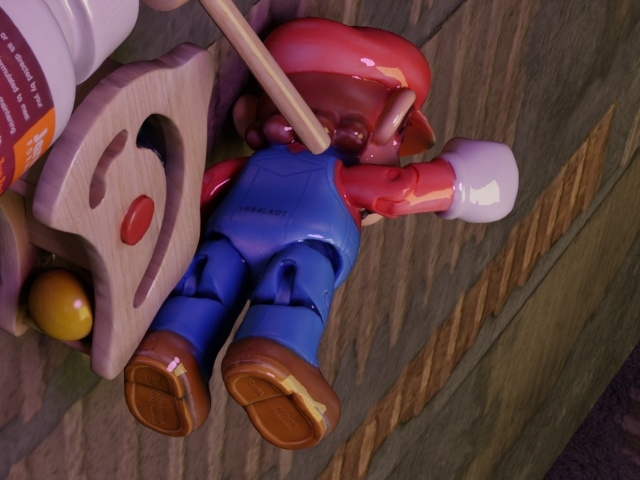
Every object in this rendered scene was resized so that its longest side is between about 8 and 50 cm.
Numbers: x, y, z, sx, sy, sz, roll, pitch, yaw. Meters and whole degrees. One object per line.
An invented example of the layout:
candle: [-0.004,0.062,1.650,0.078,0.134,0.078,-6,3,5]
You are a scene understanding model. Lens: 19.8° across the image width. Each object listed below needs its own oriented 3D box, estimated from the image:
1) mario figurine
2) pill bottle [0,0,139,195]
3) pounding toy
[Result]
mario figurine: [0.000,0.000,1.166,0.321,0.198,0.170,-65,-176,-37]
pill bottle: [-0.179,-0.057,0.757,0.221,0.121,0.121,-49,157,-33]
pounding toy: [-0.097,-0.029,0.949,0.154,0.154,0.270,-51,158,-43]
